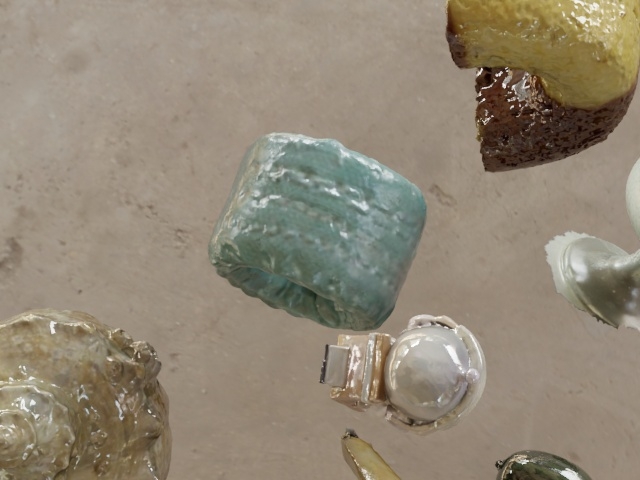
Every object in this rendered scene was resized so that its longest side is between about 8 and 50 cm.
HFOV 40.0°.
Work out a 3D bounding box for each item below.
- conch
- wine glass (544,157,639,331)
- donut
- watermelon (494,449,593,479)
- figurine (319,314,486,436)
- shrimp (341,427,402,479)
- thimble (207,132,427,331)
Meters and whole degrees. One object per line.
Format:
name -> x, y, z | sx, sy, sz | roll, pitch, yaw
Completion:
conch -> -0.250, 0.224, 0.939 | 0.210, 0.352, 0.297 | 1, 83, 19
wine glass -> 0.510, -0.024, 1.239 | 0.238, 0.238, 0.323 | 60, 136, 27
donut -> 0.156, -0.126, 0.616 | 0.141, 0.217, 0.085 | -4, 61, 22
watermelon -> 0.229, 0.256, 0.897 | 0.111, 0.078, 0.078 | 20, 78, 11
figurine -> 0.123, 0.182, 1.184 | 0.237, 0.141, 0.162 | -8, 65, 39
shrimp -> 0.101, 0.284, 0.721 | 0.068, 0.185, 0.287 | -40, 85, -7
thimble -> 0.000, 0.000, 0.887 | 0.199, 0.235, 0.143 | 17, 77, 21
